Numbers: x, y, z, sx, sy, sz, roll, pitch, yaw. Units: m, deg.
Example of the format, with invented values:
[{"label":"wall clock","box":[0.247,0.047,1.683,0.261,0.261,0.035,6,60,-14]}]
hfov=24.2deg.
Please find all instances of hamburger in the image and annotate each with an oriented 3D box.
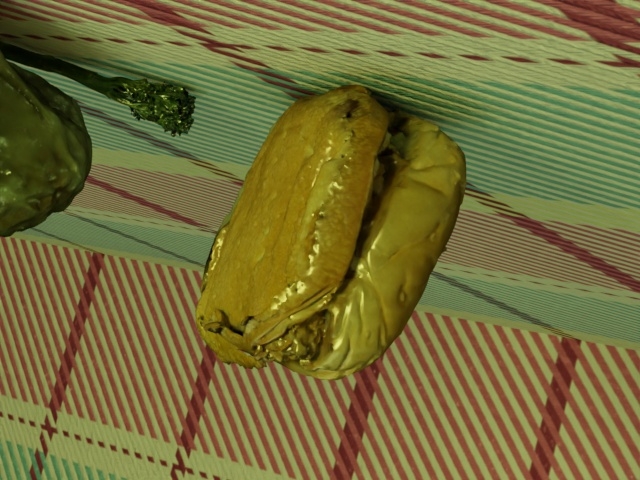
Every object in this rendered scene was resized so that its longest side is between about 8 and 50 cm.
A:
[{"label":"hamburger","box":[0.000,0.000,1.402,0.158,0.319,0.318,30,168,-19]}]

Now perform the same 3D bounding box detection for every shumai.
[{"label":"shumai","box":[-0.324,-0.140,1.476,0.225,0.222,0.260,35,-154,22]}]

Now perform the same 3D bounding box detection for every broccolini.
[{"label":"broccolini","box":[-0.242,-0.171,1.574,0.239,0.051,0.054,22,176,5]}]
